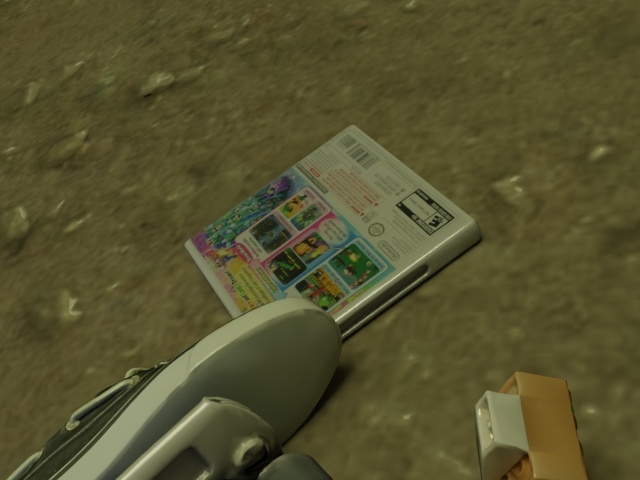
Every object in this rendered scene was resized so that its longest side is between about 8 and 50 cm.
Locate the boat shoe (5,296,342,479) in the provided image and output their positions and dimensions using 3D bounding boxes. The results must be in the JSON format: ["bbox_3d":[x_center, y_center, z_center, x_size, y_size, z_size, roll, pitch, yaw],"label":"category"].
[{"bbox_3d":[-0.089,0.097,0.486,0.219,0.078,0.070,-38,38,-6],"label":"boat shoe"}]

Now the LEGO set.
[{"bbox_3d":[0.112,0.147,0.269,0.107,0.132,0.287,-6,17,6],"label":"LEGO set"}]

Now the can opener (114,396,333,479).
[{"bbox_3d":[-0.113,0.185,0.404,0.283,0.076,0.095,-43,37,-13],"label":"can opener"}]

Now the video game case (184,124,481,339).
[{"bbox_3d":[0.000,0.000,0.585,0.143,0.019,0.157,-36,37,-5],"label":"video game case"}]
